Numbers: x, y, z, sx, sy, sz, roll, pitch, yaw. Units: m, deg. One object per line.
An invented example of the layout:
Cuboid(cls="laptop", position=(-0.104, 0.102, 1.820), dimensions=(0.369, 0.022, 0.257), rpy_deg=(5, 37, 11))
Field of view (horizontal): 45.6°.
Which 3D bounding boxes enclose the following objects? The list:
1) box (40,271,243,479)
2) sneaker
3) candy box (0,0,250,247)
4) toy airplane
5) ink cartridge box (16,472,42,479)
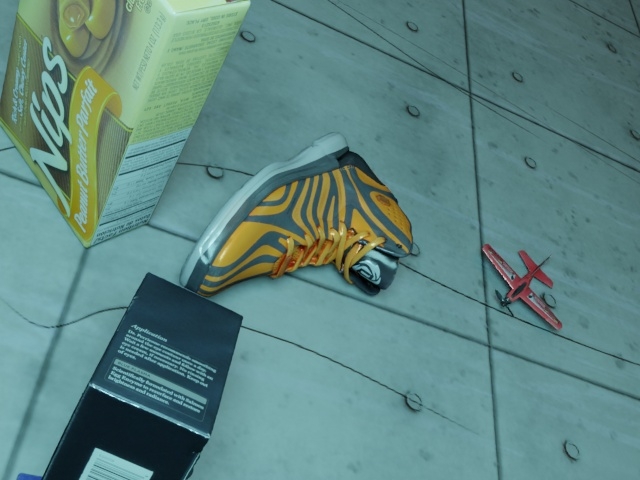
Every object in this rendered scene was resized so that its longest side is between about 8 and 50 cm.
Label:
Cuboid(cls="box", position=(-0.142, 0.137, 0.597), dimensions=(0.093, 0.156, 0.158), rpy_deg=(27, 24, -9))
Cuboid(cls="sneaker", position=(0.000, 0.000, 0.845), dimensions=(0.180, 0.125, 0.321), rpy_deg=(43, 45, 6))
Cuboid(cls="candy box", position=(-0.200, -0.159, 0.709), dimensions=(0.087, 0.316, 0.183), rpy_deg=(-26, 72, -40))
Cuboid(cls="toy airplane", position=(0.279, 0.054, 1.042), dimensions=(0.151, 0.028, 0.151), rpy_deg=(17, 50, -21))
Cuboid(cls="ink cartridge box", position=(-0.106, 0.337, 0.558), dimensions=(0.303, 0.072, 0.307), rpy_deg=(17, 51, -19))
